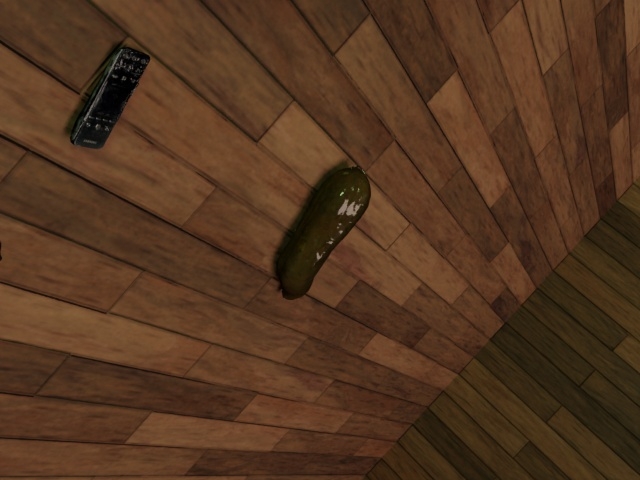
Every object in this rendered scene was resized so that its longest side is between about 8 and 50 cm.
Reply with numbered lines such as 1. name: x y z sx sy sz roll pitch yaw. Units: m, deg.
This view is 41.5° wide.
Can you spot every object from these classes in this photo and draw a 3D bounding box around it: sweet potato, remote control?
1. sweet potato: -0.004 0.002 1.112 0.081 0.062 0.233 -13 142 -52
2. remote control: -0.179 -0.121 0.712 0.096 0.014 0.039 -56 153 16

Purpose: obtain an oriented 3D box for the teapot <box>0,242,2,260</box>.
1. teapot: -0.295 -0.003 0.648 0.100 0.068 0.045 14 125 -21
